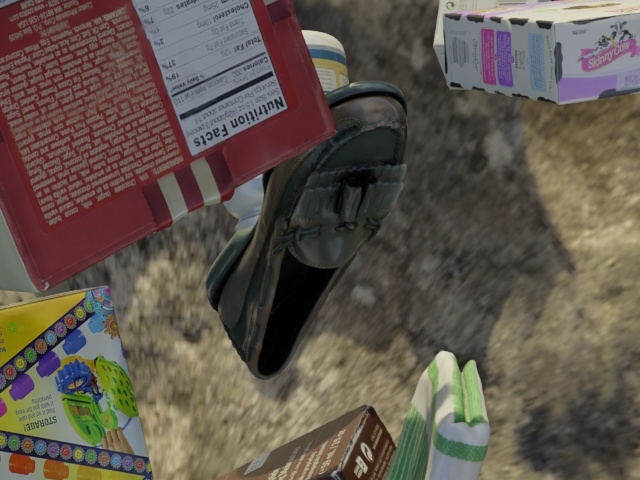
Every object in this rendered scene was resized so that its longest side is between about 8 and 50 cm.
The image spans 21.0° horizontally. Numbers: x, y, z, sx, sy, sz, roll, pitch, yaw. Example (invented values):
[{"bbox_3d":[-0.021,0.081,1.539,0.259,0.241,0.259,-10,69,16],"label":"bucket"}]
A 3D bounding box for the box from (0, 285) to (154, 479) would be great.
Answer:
[{"bbox_3d":[-0.282,0.204,1.312,0.177,0.290,0.279,-12,89,-46],"label":"box"}]

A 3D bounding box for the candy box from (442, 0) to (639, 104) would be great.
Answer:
[{"bbox_3d":[0.222,-0.167,1.491,0.164,0.196,0.070,-9,102,-22],"label":"candy box"}]

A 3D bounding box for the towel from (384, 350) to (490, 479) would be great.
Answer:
[{"bbox_3d":[0.031,0.238,1.077,0.038,0.248,0.325,22,97,-1],"label":"towel"}]

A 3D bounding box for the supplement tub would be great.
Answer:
[{"bbox_3d":[-0.035,-0.100,1.754,0.144,0.144,0.200,-7,80,-7],"label":"supplement tub"}]

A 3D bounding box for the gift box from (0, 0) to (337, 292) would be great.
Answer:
[{"bbox_3d":[-0.175,-0.136,1.017,0.255,0.258,0.276,-25,104,-34],"label":"gift box"}]

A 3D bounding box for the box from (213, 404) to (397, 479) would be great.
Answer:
[{"bbox_3d":[-0.009,0.296,1.677,0.203,0.168,0.167,-28,100,19],"label":"box"}]

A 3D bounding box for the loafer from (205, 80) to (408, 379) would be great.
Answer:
[{"bbox_3d":[0.000,0.000,1.164,0.096,0.267,0.084,-4,59,-26],"label":"loafer"}]

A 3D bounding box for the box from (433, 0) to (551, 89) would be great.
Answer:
[{"bbox_3d":[0.172,-0.212,1.709,0.102,0.087,0.101,0,65,17],"label":"box"}]
